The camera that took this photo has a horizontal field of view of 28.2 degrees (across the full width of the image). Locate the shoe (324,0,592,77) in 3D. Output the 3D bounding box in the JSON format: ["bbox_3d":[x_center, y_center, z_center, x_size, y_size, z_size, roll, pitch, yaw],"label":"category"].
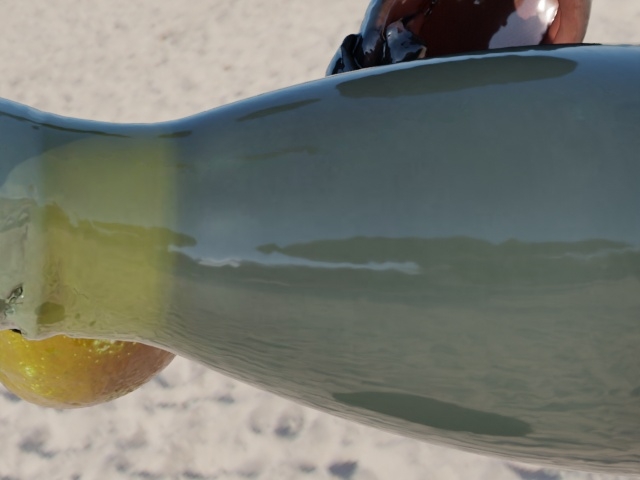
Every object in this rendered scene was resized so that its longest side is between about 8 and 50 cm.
[{"bbox_3d":[0.050,-0.056,0.652,0.291,0.114,0.137,-56,3,14],"label":"shoe"}]

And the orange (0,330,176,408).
[{"bbox_3d":[-0.190,0.047,1.028,0.179,0.237,0.158,-34,65,-26],"label":"orange"}]

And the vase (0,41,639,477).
[{"bbox_3d":[0.000,0.000,0.471,0.321,0.173,0.173,3,13,-16],"label":"vase"}]
